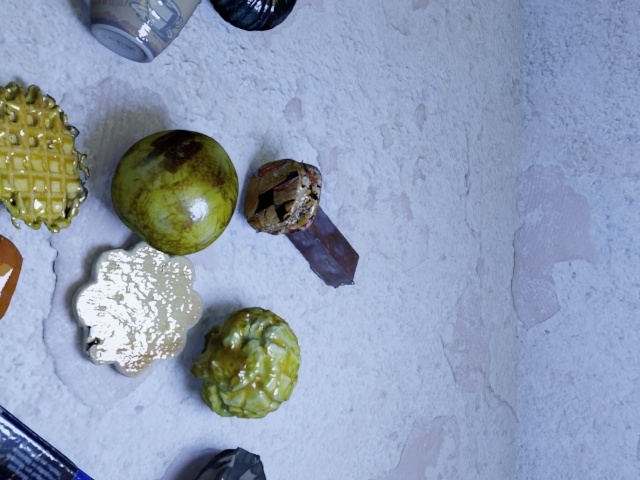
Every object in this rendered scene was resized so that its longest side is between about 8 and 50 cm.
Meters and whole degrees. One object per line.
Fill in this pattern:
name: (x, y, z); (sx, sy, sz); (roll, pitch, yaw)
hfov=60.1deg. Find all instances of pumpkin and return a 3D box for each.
pumpkin: (-0.153, -0.649, 1.354); (0.248, 0.248, 0.248); (-1, 92, -44)

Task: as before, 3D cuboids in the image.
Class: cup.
cup: (-0.408, -0.538, 1.158); (0.301, 0.227, 0.257); (23, 78, -12)

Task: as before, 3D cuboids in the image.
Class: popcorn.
popcorn: (-0.175, 0.292, 1.357); (0.247, 0.282, 0.282); (50, 59, -29)

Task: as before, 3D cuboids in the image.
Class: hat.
hat: (-0.312, 0.669, 1.329); (0.381, 0.257, 0.366); (-12, 120, -8)

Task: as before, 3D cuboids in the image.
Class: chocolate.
chocolate: (0.000, 0.000, 1.622); (0.321, 0.111, 0.112); (50, 49, -31)

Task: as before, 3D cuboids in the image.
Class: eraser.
eraser: (-0.558, 0.423, 1.053); (0.102, 0.155, 0.332); (-54, 125, -30)

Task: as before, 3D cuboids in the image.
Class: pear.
pear: (-0.306, -0.109, 1.201); (0.283, 0.283, 0.284); (-1, 92, -44)

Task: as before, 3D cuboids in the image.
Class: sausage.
sausage: (-0.616, 0.079, 1.039); (0.089, 0.089, 0.179); (28, 77, -40)

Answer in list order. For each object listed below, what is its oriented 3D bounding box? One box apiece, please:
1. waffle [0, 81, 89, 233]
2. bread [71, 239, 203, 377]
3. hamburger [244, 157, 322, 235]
waffle: (-0.547, -0.160, 1.070); (0.281, 0.060, 0.262); (63, 31, -44)
bread: (-0.410, 0.149, 1.258); (0.316, 0.054, 0.316); (-1, 92, -43)
hamburger: (-0.101, -0.119, 1.432); (0.106, 0.231, 0.231); (25, 74, -49)
